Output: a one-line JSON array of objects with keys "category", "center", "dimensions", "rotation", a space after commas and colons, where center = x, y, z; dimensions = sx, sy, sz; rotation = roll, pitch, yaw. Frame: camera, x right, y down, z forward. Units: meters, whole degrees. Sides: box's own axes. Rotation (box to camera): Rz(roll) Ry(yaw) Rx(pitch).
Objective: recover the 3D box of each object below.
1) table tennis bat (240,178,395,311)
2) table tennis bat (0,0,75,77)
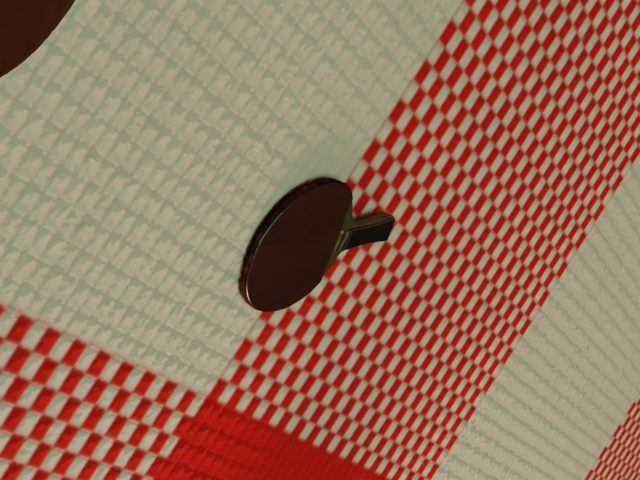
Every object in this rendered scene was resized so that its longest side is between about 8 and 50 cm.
[{"category": "table tennis bat", "center": [0.000, 0.000, 1.153], "dimensions": [0.158, 0.014, 0.095], "rotation": [-13, 128, -54]}, {"category": "table tennis bat", "center": [-0.152, -0.140, 0.708], "dimensions": [0.131, 0.022, 0.234], "rotation": [-55, 156, -6]}]
